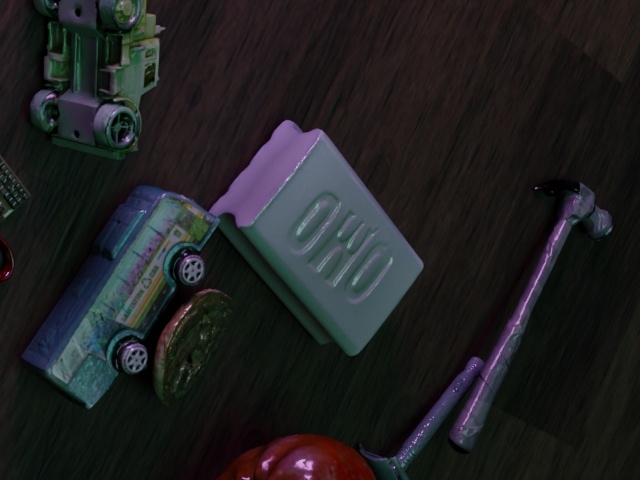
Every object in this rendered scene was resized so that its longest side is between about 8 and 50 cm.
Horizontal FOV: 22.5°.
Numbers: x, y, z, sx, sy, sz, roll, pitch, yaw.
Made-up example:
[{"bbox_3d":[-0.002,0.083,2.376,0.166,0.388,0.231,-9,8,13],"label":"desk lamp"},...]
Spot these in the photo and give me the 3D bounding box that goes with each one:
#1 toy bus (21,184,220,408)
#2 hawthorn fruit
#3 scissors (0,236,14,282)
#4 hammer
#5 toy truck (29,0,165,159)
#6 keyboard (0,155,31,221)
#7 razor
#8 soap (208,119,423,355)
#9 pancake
[{"bbox_3d":[-0.219,0.059,1.789,0.109,0.091,0.261,40,75,-34],"label":"toy bus"},{"bbox_3d":[-0.050,0.373,1.933,0.284,0.284,0.284,-14,113,-37],"label":"hawthorn fruit"},{"bbox_3d":[-0.410,-0.020,1.631,0.144,0.017,0.247,-49,129,-31],"label":"scissors"},{"bbox_3d":[0.286,0.107,2.241,0.152,0.044,0.427,38,71,-39],"label":"hammer"},{"bbox_3d":[-0.214,-0.219,1.682,0.135,0.128,0.259,-10,110,-53],"label":"toy truck"},{"bbox_3d":[-0.353,-0.076,1.674,0.049,0.015,0.129,-47,129,-20],"label":"keyboard"},{"bbox_3d":[0.152,0.248,2.198,0.232,0.068,0.106,-48,130,-28],"label":"razor"},{"bbox_3d":[0.000,0.000,1.957,0.160,0.087,0.265,-52,130,-16],"label":"soap"},{"bbox_3d":[-0.151,0.121,1.865,0.158,0.028,0.158,-53,159,-30],"label":"pancake"}]
